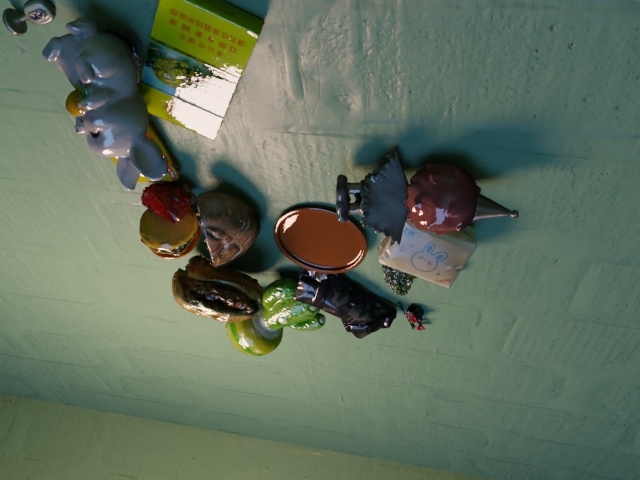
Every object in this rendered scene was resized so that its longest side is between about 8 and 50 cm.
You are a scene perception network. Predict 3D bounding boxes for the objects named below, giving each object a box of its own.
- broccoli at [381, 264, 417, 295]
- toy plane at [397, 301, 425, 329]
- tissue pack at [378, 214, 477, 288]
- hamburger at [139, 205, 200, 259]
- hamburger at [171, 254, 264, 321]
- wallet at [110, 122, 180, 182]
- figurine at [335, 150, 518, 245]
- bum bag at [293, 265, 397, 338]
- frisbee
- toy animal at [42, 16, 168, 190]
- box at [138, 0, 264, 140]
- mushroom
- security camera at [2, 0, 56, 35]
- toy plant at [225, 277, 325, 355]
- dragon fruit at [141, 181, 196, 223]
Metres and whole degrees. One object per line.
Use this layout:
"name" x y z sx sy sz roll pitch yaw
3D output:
"broccoli" 0.259 0.082 1.693 0.203 0.123 0.118 2 -169 -11
"toy plane" 0.282 0.231 1.955 0.060 0.037 0.145 -4 142 32
"tissue pack" 0.251 0.012 1.556 0.196 0.092 0.148 20 123 -7
"hamburger" -0.390 -0.029 1.701 0.161 0.162 0.115 7 150 10
"hamburger" -0.288 0.142 1.829 0.259 0.145 0.283 23 177 -5
"wallet" -0.429 -0.223 1.517 0.141 0.067 0.241 -2 149 14
"figurine" 0.224 -0.092 1.407 0.386 0.166 0.207 -1 100 12
"bum bag" 0.070 0.180 1.894 0.340 0.095 0.144 34 112 -27
"frisbee" 0.000 0.000 1.701 0.250 0.021 0.251 9 140 8
"toy animal" -0.410 -0.263 1.289 0.208 0.154 0.325 -9 118 51
"box" -0.249 -0.340 1.285 0.186 0.047 0.335 22 147 -13
"mushroom" -0.231 -0.030 1.689 0.151 0.156 0.286 -13 150 -8
"security camera" -0.557 -0.434 1.257 0.092 0.058 0.058 -15 138 24
"toy plant" -0.124 0.229 1.990 0.224 0.185 0.315 38 131 -27
"dragon fruit" -0.376 -0.117 1.624 0.162 0.106 0.083 23 137 46
